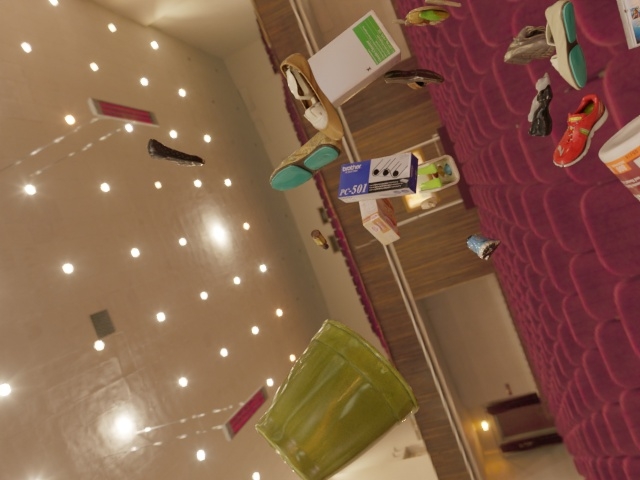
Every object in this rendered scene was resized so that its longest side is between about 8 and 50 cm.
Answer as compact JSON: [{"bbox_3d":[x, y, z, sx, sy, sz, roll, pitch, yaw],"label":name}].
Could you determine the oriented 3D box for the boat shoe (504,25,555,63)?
[{"bbox_3d":[0.841,-0.801,1.976,0.355,0.132,0.130,-99,17,-78],"label":"boat shoe"}]

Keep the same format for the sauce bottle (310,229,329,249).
[{"bbox_3d":[0.000,0.000,1.992,0.128,0.042,0.042,55,-158,-55],"label":"sauce bottle"}]

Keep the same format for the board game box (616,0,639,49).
[{"bbox_3d":[0.962,-0.660,1.289,0.053,0.305,0.192,-44,-64,-69],"label":"board game box"}]

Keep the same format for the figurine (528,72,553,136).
[{"bbox_3d":[0.954,-0.589,2.100,0.214,0.092,0.209,-66,-25,-46],"label":"figurine"}]

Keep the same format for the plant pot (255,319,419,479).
[{"bbox_3d":[0.019,0.476,1.372,0.366,0.353,0.366,40,157,20],"label":"plant pot"}]

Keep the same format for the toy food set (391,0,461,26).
[{"bbox_3d":[0.304,-0.638,1.412,0.192,0.133,0.038,-165,73,-68],"label":"toy food set"}]

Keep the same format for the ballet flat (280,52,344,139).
[{"bbox_3d":[-0.026,-0.339,1.192,0.073,0.080,0.232,-36,-82,-39],"label":"ballet flat"}]

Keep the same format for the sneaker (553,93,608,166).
[{"bbox_3d":[0.879,-0.384,1.692,0.118,0.279,0.107,38,171,-35],"label":"sneaker"}]

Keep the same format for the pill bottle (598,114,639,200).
[{"bbox_3d":[0.997,-0.168,1.352,0.392,0.224,0.224,48,-162,2],"label":"pill bottle"}]

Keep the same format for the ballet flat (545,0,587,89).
[{"bbox_3d":[0.677,-0.538,1.363,0.086,0.086,0.248,-74,-36,-62],"label":"ballet flat"}]

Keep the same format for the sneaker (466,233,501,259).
[{"bbox_3d":[0.426,0.007,1.294,0.073,0.063,0.162,38,-168,24],"label":"sneaker"}]

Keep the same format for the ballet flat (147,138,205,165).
[{"bbox_3d":[-0.382,-0.233,1.316,0.173,0.058,0.049,9,-105,-50],"label":"ballet flat"}]

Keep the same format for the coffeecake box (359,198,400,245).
[{"bbox_3d":[0.202,-0.097,1.712,0.142,0.068,0.185,40,-148,-40],"label":"coffeecake box"}]

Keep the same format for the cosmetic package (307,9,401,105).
[{"bbox_3d":[0.105,-0.669,1.877,0.197,0.366,0.155,54,-169,-1],"label":"cosmetic package"}]

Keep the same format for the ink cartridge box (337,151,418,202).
[{"bbox_3d":[0.145,-0.158,1.255,0.046,0.207,0.097,25,-114,-50],"label":"ink cartridge box"}]

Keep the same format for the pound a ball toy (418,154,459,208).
[{"bbox_3d":[0.511,-0.253,2.142,0.319,0.136,0.208,-154,40,-84],"label":"pound a ball toy"}]

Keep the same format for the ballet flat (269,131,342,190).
[{"bbox_3d":[-0.050,-0.287,1.727,0.123,0.349,0.123,19,-121,-36],"label":"ballet flat"}]

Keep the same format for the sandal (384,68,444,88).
[{"bbox_3d":[0.347,-0.594,1.825,0.090,0.220,0.060,-83,-10,-49],"label":"sandal"}]
